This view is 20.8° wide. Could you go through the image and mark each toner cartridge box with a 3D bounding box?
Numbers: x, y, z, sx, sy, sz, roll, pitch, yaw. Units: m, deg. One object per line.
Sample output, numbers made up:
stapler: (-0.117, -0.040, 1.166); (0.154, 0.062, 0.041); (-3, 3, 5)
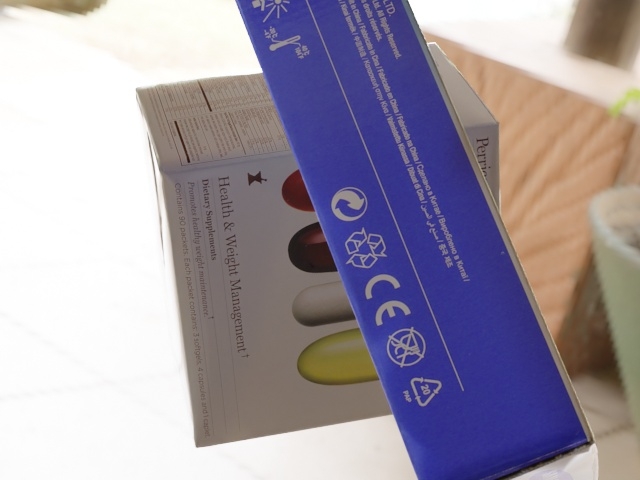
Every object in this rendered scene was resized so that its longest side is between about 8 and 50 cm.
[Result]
toner cartridge box: (0.029, -0.034, 0.812); (0.165, 0.075, 0.348); (62, 7, -69)

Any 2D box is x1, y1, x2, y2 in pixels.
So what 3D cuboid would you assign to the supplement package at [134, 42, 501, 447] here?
supplement package: (0.000, 0.000, 1.107); (0.203, 0.194, 0.149); (-9, 27, -8)
